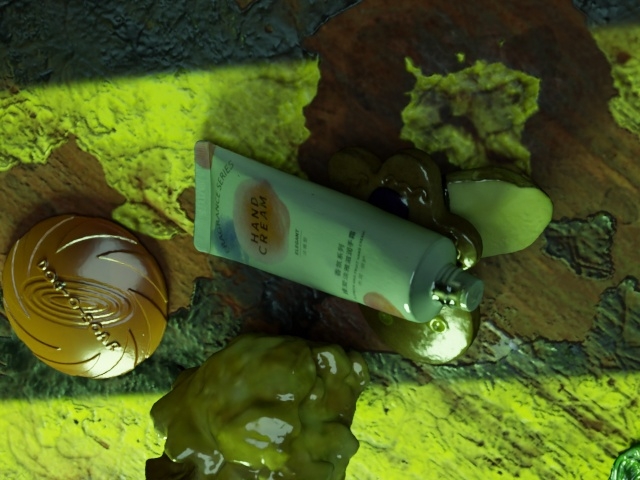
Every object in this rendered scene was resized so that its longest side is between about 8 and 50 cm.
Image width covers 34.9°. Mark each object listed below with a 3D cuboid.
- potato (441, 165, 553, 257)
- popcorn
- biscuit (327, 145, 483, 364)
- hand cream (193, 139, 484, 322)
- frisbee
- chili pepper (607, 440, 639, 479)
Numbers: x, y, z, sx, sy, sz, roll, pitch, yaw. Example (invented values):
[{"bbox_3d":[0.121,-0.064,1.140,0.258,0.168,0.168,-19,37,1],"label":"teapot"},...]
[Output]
[{"bbox_3d":[0.167,-0.033,0.979,0.103,0.066,0.096,-1,126,3],"label":"potato"},{"bbox_3d":[-0.061,0.209,1.039,0.254,0.191,0.190,-26,128,21],"label":"popcorn"},{"bbox_3d":[0.081,0.019,0.987,0.180,0.039,0.236,2,121,41],"label":"biscuit"},{"bbox_3d":[0.000,0.000,0.959,0.341,0.078,0.124,19,118,33],"label":"hand cream"},{"bbox_3d":[-0.259,0.066,1.102,0.192,0.035,0.192,3,109,9],"label":"frisbee"},{"bbox_3d":[0.322,0.245,1.061,0.034,0.030,0.091,11,114,-21],"label":"chili pepper"}]
